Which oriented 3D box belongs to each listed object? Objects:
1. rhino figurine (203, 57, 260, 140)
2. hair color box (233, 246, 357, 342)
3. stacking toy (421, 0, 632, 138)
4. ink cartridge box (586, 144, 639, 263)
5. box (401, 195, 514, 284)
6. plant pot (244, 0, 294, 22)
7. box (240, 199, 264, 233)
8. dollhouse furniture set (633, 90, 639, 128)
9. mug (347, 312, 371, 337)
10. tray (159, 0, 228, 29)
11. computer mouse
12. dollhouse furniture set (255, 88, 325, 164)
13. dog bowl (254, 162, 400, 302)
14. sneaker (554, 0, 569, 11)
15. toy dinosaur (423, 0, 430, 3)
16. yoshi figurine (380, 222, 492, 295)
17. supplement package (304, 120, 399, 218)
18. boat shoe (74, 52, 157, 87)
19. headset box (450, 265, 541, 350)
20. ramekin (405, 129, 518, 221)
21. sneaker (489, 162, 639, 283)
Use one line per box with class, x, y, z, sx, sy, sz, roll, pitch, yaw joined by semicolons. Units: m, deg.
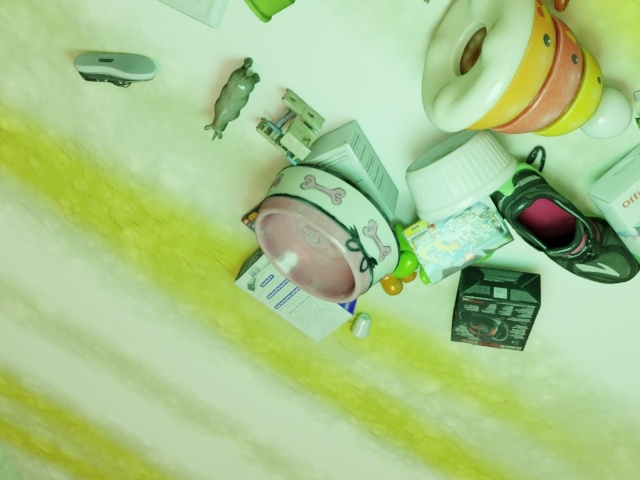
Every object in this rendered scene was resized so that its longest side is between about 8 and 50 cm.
rhino figurine;-0.236;-0.351;1.698;0.073;0.106;0.243;32;126;-9
hair color box;-0.073;0.151;2.022;0.338;0.110;0.185;37;127;-15
stacking toy;0.497;-0.349;1.450;0.479;0.351;0.351;15;130;-22
ink cartridge box;0.818;-0.075;1.585;0.201;0.117;0.278;-42;109;7
box;0.344;-0.014;1.648;0.233;0.044;0.159;-30;90;13
plant pot;-0.030;-0.679;1.289;0.352;0.366;0.367;-21;118;13
box;-0.157;-0.069;1.933;0.137;0.027;0.094;-34;113;31
dollhouse furniture set;0.734;-0.335;1.485;0.058;0.076;0.152;-16;121;23
mug;0.125;0.266;2.086;0.078;0.062;0.064;14;120;-5
tray;-0.351;-0.627;1.576;0.270;0.030;0.145;26;126;-5
computer mouse;0.507;-0.146;1.709;0.071;0.041;0.242;23;121;-14
dollhouse furniture set;-0.092;-0.271;1.671;0.129;0.184;0.129;39;125;-14
dog bowl;0.000;0.000;1.728;0.408;0.150;0.408;29;148;20
sneaker;0.502;-0.575;1.389;0.067;0.064;0.175;8;124;33
toy dinosaur;0.243;-0.616;1.431;0.092;0.053;0.183;9;136;-12
yoshi figurine;0.335;0.034;1.787;0.203;0.204;0.362;20;135;-35
supplement package;0.088;-0.166;1.733;0.139;0.134;0.244;-20;118;27
boat shoe;-0.537;-0.441;1.733;0.228;0.080;0.076;5;144;7
headset box;0.494;0.206;1.881;0.218;0.110;0.293;6;144;10
ramekin;0.331;-0.171;1.598;0.272;0.273;0.127;-27;102;29
sneaker;0.621;-0.002;1.658;0.482;0.202;0.185;29;121;-17
